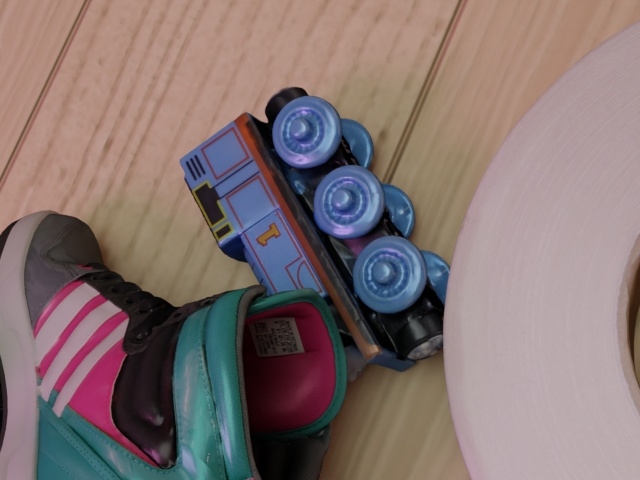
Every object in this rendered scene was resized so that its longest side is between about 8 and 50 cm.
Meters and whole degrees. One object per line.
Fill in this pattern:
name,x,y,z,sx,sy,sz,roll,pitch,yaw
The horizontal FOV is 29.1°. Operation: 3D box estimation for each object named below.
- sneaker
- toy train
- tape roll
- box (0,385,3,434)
sneaker,-0.080,0.061,0.659,0.178,0.124,0.295,-22,42,3
toy train,0.000,0.000,0.710,0.105,0.080,0.184,-34,70,14
tape roll,0.258,0.050,0.620,0.392,0.072,0.392,-5,72,16
box,-0.257,0.133,0.675,0.093,0.156,0.158,28,84,23
